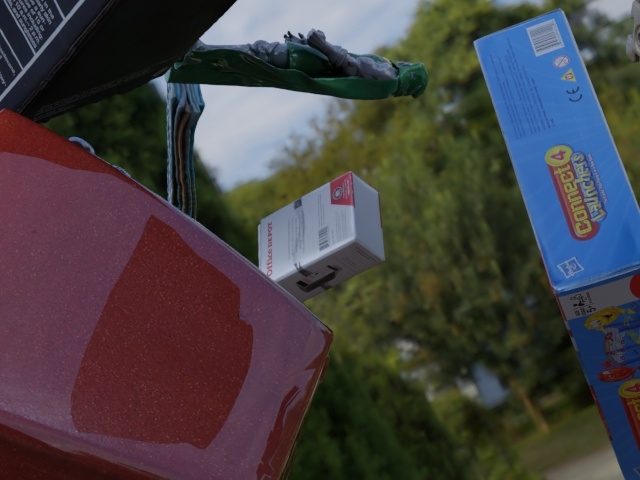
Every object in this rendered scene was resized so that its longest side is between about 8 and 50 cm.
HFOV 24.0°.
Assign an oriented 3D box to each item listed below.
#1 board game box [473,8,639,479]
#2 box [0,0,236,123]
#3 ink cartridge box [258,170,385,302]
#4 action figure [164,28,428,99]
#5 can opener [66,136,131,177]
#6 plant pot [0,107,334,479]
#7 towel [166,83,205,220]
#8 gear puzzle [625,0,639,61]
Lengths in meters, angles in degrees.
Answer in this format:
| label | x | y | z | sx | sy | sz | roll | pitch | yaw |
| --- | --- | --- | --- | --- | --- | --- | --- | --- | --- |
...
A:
| label | x | y | z | sx | sy | sz | roll | pitch | yaw |
| --- | --- | --- | --- | --- | --- | --- | --- | --- | --- |
| board game box | 0.245 | 0.007 | 1.343 | 0.086 | 0.308 | 0.302 | -19 | -43 | 9 |
| box | -0.183 | -0.280 | 1.092 | 0.182 | 0.296 | 0.294 | -27 | -3 | -36 |
| ink cartridge box | 0.000 | 0.000 | 1.672 | 0.135 | 0.099 | 0.056 | -27 | -43 | 30 |
| action figure | -0.014 | -0.156 | 1.339 | 0.232 | 0.063 | 0.137 | 7 | 2 | -16 |
| can opener | -0.255 | 0.038 | 1.224 | 0.283 | 0.076 | 0.095 | -51 | 8 | 12 |
| plant pot | -0.139 | 0.126 | 0.862 | 0.267 | 0.235 | 0.267 | -67 | -5 | -56 |
| towel | -0.163 | -0.120 | 1.796 | 0.040 | 0.271 | 0.370 | 0 | -41 | -6 |
| gear puzzle | 0.456 | -0.232 | 1.779 | 0.044 | 0.175 | 0.339 | -6 | 32 | -12 |
